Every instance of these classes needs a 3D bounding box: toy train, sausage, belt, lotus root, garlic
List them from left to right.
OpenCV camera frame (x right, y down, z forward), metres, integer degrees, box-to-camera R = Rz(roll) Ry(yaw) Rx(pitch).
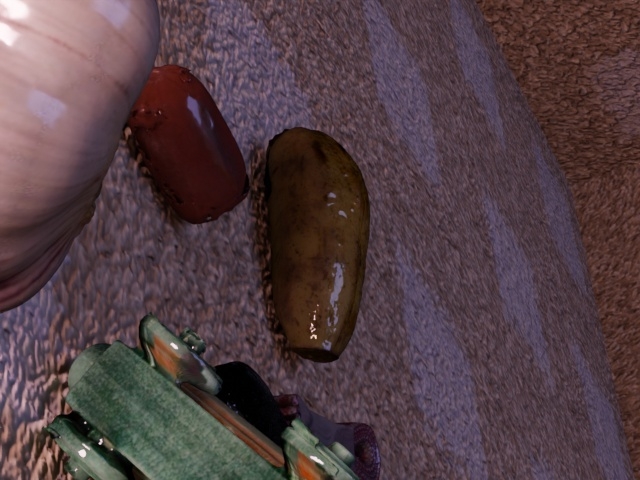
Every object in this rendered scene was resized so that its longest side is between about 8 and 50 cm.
[{"bbox_3d":[-0.210,-0.110,0.909,0.253,0.245,0.245,30,26,-8],"label":"garlic"},{"bbox_3d":[-0.105,-0.076,1.373,0.076,0.076,0.141,-83,151,-57],"label":"sausage"},{"bbox_3d":[-0.045,0.157,1.046,0.285,0.116,0.177,31,-14,45],"label":"toy train"},{"bbox_3d":[-0.007,0.171,1.457,0.232,0.053,0.071,30,52,-67],"label":"belt"},{"bbox_3d":[0.000,0.000,1.604,0.110,0.097,0.258,55,26,-53],"label":"lotus root"}]

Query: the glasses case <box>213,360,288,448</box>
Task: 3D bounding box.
[{"bbox_3d":[-0.034,0.219,1.280,0.103,0.067,0.267,-20,91,-76],"label":"glasses case"}]
